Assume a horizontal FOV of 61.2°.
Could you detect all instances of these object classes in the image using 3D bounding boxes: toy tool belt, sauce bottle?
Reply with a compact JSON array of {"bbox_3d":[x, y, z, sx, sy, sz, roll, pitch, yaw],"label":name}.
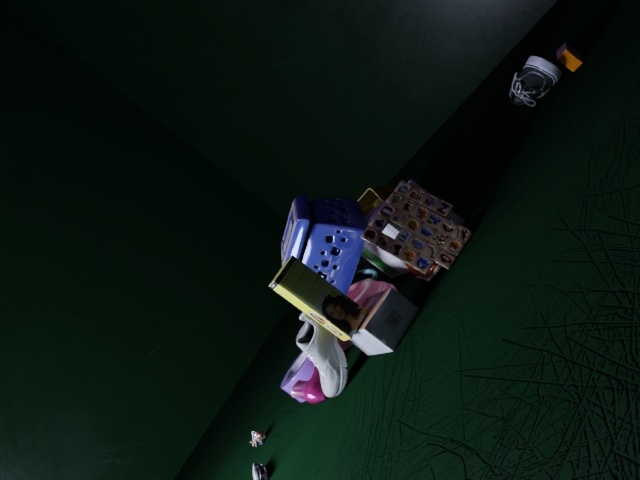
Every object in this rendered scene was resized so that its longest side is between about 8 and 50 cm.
[{"bbox_3d":[-0.206,0.659,1.787,0.083,0.052,0.051,129,147,-73],"label":"toy tool belt"},{"bbox_3d":[0.173,0.059,2.307,0.111,0.111,0.344,-51,5,18],"label":"sauce bottle"}]

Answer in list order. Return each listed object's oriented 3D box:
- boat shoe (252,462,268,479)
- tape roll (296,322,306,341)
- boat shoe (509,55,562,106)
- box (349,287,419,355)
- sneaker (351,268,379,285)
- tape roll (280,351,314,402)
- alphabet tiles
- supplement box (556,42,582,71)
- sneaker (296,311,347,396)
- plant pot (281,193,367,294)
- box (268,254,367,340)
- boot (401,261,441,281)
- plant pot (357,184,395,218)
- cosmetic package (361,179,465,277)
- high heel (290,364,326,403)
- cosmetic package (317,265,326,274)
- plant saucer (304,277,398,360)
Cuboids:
[{"bbox_3d":[-0.167,0.639,1.491,0.125,0.038,0.046,122,143,-71],"label":"boat shoe"},{"bbox_3d":[0.033,0.284,1.967,0.286,0.100,0.286,-52,4,5],"label":"tape roll"},{"bbox_3d":[0.642,-0.479,1.665,0.105,0.113,0.306,-58,0,8],"label":"boat shoe"},{"bbox_3d":[0.146,0.206,1.354,0.130,0.091,0.170,-54,4,-22],"label":"box"},{"bbox_3d":[0.066,0.161,1.789,0.283,0.110,0.122,-26,-17,-10],"label":"sneaker"},{"bbox_3d":[-0.040,0.417,1.736,0.189,0.080,0.189,-51,3,4],"label":"tape roll"},{"bbox_3d":[0.252,-0.030,1.372,0.198,0.237,0.009,-53,-25,-14],"label":"alphabet tiles"},{"bbox_3d":[0.720,-0.531,1.567,0.036,0.062,0.098,-50,5,36],"label":"supplement box"},{"bbox_3d":[-0.005,0.282,1.384,0.121,0.263,0.099,-10,12,-29],"label":"sneaker"},{"bbox_3d":[0.000,0.000,1.638,0.236,0.212,0.236,-101,26,-62],"label":"plant pot"},{"bbox_3d":[-0.005,0.141,1.306,0.087,0.232,0.058,-57,5,-24],"label":"box"},{"bbox_3d":[0.260,0.062,1.404,0.059,0.084,0.158,-51,5,-12],"label":"boot"},{"bbox_3d":[0.261,-0.112,2.258,0.187,0.212,0.212,-38,-8,-49],"label":"plant pot"},{"bbox_3d":[0.239,-0.022,1.607,0.155,0.197,0.365,-54,3,-15],"label":"cosmetic package"},{"bbox_3d":[0.023,0.381,1.575,0.117,0.082,0.244,-2,20,37],"label":"high heel"},{"bbox_3d":[-0.022,0.152,1.932,0.184,0.151,0.151,-53,6,-6],"label":"cosmetic package"},{"bbox_3d":[0.074,0.219,1.597,0.332,0.084,0.332,-38,5,4],"label":"plant saucer"}]
